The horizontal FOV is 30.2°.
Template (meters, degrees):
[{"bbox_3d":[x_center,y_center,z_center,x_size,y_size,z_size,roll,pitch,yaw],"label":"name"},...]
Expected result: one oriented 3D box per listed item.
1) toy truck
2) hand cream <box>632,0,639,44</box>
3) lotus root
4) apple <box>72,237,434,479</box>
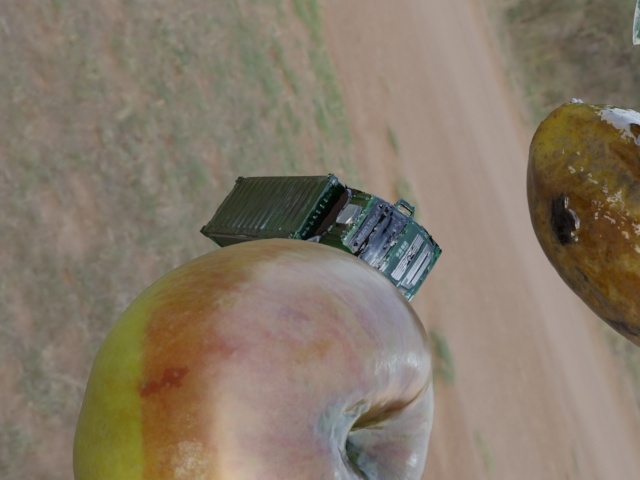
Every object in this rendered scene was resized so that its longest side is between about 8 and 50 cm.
[{"bbox_3d":[0.000,0.000,1.194,0.121,0.259,0.088,43,70,-28],"label":"toy truck"},{"bbox_3d":[0.374,-0.228,1.223,0.276,0.059,0.095,2,99,-56],"label":"hand cream"},{"bbox_3d":[0.319,-0.015,1.220,0.291,0.193,0.193,58,11,18],"label":"lotus root"},{"bbox_3d":[-0.038,0.119,0.785,0.261,0.194,0.261,-25,119,-60],"label":"apple"}]
